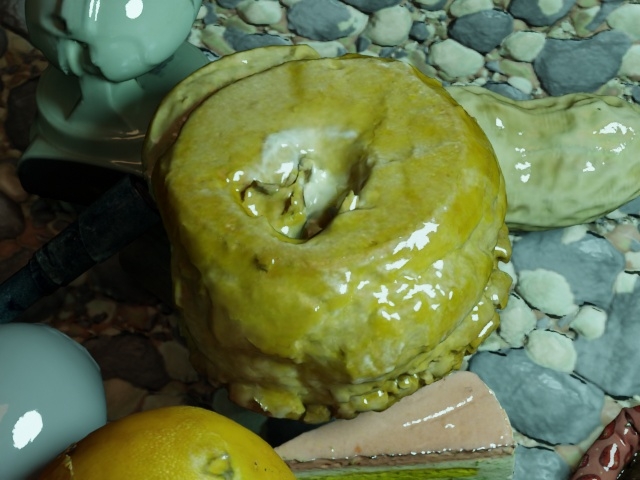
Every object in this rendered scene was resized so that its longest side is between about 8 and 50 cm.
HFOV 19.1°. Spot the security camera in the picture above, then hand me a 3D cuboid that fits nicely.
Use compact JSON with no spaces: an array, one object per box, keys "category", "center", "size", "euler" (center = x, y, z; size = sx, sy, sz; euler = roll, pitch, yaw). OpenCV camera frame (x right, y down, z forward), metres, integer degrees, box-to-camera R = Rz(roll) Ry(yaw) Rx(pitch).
[{"category":"security camera","center":[-0.187,-0.181,1.767],"size":[0.197,0.277,0.191],"euler":[11,46,17]}]

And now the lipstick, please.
[{"category":"lipstick","center":[-0.247,0.030,1.734],"size":[0.234,0.053,0.053],"euler":[-38,62,8]}]

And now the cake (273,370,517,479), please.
[{"category":"cake","center":[0.053,0.180,1.659],"size":[0.225,0.109,0.090],"euler":[-6,57,-6]}]

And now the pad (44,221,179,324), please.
[{"category":"pad","center":[-0.103,0.067,1.738],"size":[0.250,0.055,0.323],"euler":[36,39,19]}]

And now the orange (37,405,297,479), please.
[{"category":"orange","center":[-0.118,0.251,1.516],"size":[0.240,0.240,0.240],"euler":[1,57,-1]}]

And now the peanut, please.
[{"category":"peanut","center":[0.170,-0.080,1.808],"size":[0.325,0.153,0.140],"euler":[-4,42,5]}]

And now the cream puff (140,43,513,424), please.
[{"category":"cream puff","center":[0.000,0.000,1.634],"size":[0.343,0.231,0.327],"euler":[29,61,27]}]

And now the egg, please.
[{"category":"egg","center":[-0.283,0.176,1.608],"size":[0.176,0.176,0.232],"euler":[28,51,15]}]

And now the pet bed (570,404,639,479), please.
[{"category":"pet bed","center":[0.295,0.224,1.630],"size":[0.201,0.053,0.201],"euler":[-21,44,22]}]
